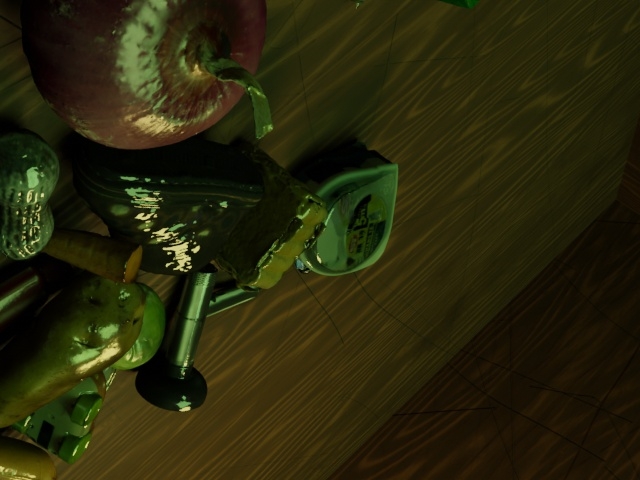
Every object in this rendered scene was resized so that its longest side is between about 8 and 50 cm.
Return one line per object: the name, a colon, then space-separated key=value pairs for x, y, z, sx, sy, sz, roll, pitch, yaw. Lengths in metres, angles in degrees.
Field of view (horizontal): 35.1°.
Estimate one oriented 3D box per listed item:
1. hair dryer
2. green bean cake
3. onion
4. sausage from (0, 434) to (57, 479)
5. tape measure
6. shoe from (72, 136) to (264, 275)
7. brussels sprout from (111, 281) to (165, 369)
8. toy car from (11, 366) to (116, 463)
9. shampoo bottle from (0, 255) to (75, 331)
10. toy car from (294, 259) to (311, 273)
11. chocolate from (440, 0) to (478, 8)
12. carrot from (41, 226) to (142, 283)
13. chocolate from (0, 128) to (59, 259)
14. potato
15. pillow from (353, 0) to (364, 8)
hair dryer: x=-0.226 y=0.199 z=2.202 sx=0.284 sy=0.156 sz=0.320 roll=6 pitch=113 yaw=-48
green bean cake: x=-0.124 y=-0.042 z=1.941 sx=0.229 sy=0.224 sz=0.131 roll=-52 pitch=158 yaw=10
onion: x=-0.210 y=-0.299 z=1.368 sx=0.358 sy=0.345 sz=0.358 roll=-2 pitch=93 yaw=-64
sausage: x=-0.596 y=0.421 z=1.903 sx=0.112 sy=0.112 sz=0.328 roll=-52 pitch=144 yaw=5
tape measure: x=0.040 y=-0.057 z=2.208 sx=0.262 sy=0.138 sz=0.259 roll=-16 pitch=123 yaw=-36
shoe: x=-0.287 y=-0.057 z=1.726 sx=0.384 sy=0.171 sz=0.237 roll=0 pitch=134 yaw=-53
brussels sprout: x=-0.371 y=0.166 z=1.921 sx=0.181 sy=0.144 sz=0.161 roll=-15 pitch=141 yaw=-48
toy car: x=-0.471 y=0.290 z=1.968 sx=0.235 sy=0.145 sz=0.235 roll=-58 pitch=174 yaw=-10
shampoo bottle: x=-0.530 y=0.107 z=1.675 sx=0.260 sy=0.064 sz=0.102 roll=-34 pitch=155 yaw=-29
toy car: x=0.000 y=0.000 z=2.371 sx=0.171 sy=0.070 sz=0.080 roll=-36 pitch=151 yaw=-22
chocolate: x=0.297 y=-0.643 z=1.853 sx=0.360 sy=0.161 sz=0.341 roll=-46 pitch=151 yaw=-7
carrot: x=-0.396 y=0.015 z=1.640 sx=0.072 sy=0.205 sz=0.072 roll=14 pitch=90 yaw=-89
chocolate: x=-0.448 y=-0.068 z=1.521 sx=0.110 sy=0.110 sz=0.248 roll=-30 pitch=155 yaw=-34
potato: x=-0.447 y=0.190 z=1.734 sx=0.369 sy=0.195 sz=0.176 roll=-40 pitch=126 yaw=10
pillow: x=0.061 y=-0.474 z=1.836 sx=0.241 sy=0.051 sz=0.093 roll=1 pitch=120 yaw=-60
